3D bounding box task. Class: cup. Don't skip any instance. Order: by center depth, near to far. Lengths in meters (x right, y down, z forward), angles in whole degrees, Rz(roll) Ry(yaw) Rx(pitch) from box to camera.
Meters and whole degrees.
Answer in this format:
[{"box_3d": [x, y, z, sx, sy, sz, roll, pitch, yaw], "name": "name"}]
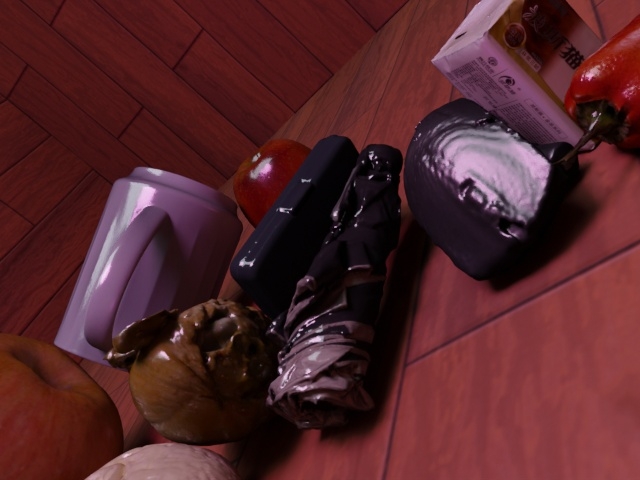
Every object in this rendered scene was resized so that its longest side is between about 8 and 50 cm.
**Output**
[{"box_3d": [-0.290, 0.051, 1.069, 0.323, 0.237, 0.326, 89, -160, -81], "name": "cup"}]

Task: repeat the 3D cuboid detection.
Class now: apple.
[{"box_3d": [-0.481, 0.318, 0.912, 0.346, 0.391, 0.391, -53, 16, -11], "name": "apple"}, {"box_3d": [-0.062, -0.090, 1.147, 0.181, 0.168, 0.181, -37, 18, 15], "name": "apple"}]

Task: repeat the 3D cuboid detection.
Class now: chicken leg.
[{"box_3d": [-0.142, 0.153, 0.781, 0.429, 0.202, 0.152, 149, 115, -76], "name": "chicken leg"}]

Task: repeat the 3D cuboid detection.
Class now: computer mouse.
[{"box_3d": [0.130, -0.061, 0.581, 0.122, 0.074, 0.217, -61, 33, 24], "name": "computer mouse"}]

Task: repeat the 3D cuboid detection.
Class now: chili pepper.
[{"box_3d": [0.244, -0.119, 0.514, 0.192, 0.086, 0.084, -43, 42, -16], "name": "chili pepper"}]

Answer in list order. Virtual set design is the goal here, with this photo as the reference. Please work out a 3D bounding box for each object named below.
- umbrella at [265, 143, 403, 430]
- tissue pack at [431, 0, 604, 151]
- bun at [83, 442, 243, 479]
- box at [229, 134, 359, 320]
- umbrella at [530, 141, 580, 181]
[{"box_3d": [0.023, 0.021, 0.664, 0.113, 0.106, 0.357, -43, 23, 47], "name": "umbrella"}, {"box_3d": [0.204, -0.163, 0.611, 0.099, 0.149, 0.106, -52, 15, -9], "name": "tissue pack"}, {"box_3d": [-0.177, 0.289, 0.573, 0.244, 0.153, 0.243, -48, 16, 19], "name": "bun"}, {"box_3d": [0.000, 0.000, 0.779, 0.050, 0.160, 0.230, 5, 51, 43], "name": "box"}, {"box_3d": [0.172, -0.073, 0.654, 0.072, 0.080, 0.224, -17, 7, -23], "name": "umbrella"}]
